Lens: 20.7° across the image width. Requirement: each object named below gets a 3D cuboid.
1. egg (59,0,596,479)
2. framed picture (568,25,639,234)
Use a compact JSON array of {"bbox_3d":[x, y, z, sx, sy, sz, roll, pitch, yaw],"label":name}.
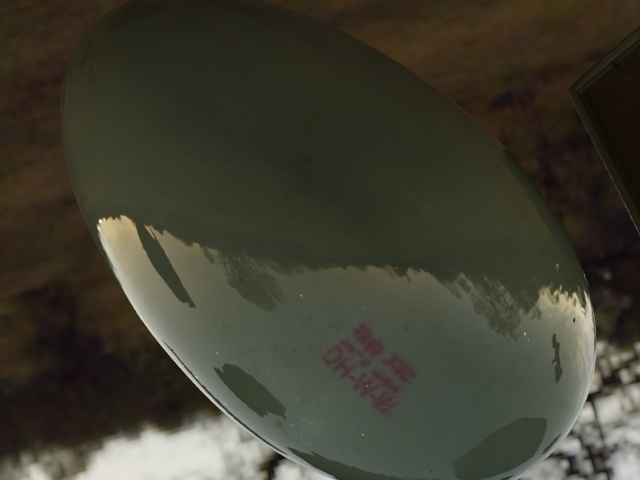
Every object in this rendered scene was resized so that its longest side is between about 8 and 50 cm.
[{"bbox_3d":[0.000,0.000,1.044,0.230,0.371,0.230,-49,179,-1],"label":"egg"},{"bbox_3d":[0.340,-0.122,1.388,0.020,0.211,0.289,6,142,-46],"label":"framed picture"}]
